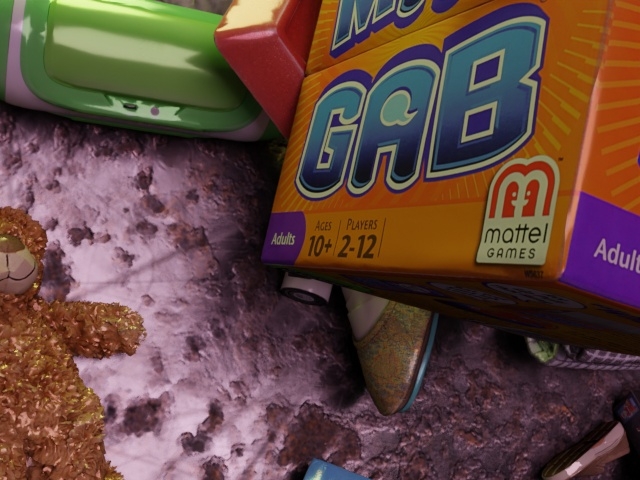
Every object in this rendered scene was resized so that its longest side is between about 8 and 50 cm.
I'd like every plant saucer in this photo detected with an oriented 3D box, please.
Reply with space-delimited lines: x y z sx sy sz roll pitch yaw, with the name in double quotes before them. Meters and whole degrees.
"plant saucer" 0.021 -0.192 0.798 0.258 0.047 0.259 51 42 -33

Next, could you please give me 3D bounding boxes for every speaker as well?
"speaker" -0.178 -0.178 0.765 0.296 0.131 0.131 6 75 -22
"speaker" 0.000 0.000 0.838 0.055 0.055 0.136 23 70 -17

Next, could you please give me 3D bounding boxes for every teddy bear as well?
"teddy bear" -0.272 0.125 0.663 0.245 0.113 0.338 6 76 -24

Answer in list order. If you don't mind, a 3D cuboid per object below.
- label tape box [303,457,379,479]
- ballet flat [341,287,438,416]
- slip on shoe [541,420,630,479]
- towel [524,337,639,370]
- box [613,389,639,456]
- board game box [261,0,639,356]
"label tape box" 0.102 0.391 0.702 0.347 0.115 0.249 18 47 13
"ballet flat" 0.083 0.016 0.839 0.123 0.123 0.349 27 64 -15
"slip on shoe" 0.326 0.268 0.918 0.135 0.051 0.041 -23 85 -34
"towel" 0.359 0.016 0.932 0.235 0.121 0.284 7 75 -33
"box" 0.481 0.290 0.914 0.159 0.044 0.233 6 42 -23
"board game box" 0.218 -0.104 0.620 0.356 0.356 0.356 17 82 -28
